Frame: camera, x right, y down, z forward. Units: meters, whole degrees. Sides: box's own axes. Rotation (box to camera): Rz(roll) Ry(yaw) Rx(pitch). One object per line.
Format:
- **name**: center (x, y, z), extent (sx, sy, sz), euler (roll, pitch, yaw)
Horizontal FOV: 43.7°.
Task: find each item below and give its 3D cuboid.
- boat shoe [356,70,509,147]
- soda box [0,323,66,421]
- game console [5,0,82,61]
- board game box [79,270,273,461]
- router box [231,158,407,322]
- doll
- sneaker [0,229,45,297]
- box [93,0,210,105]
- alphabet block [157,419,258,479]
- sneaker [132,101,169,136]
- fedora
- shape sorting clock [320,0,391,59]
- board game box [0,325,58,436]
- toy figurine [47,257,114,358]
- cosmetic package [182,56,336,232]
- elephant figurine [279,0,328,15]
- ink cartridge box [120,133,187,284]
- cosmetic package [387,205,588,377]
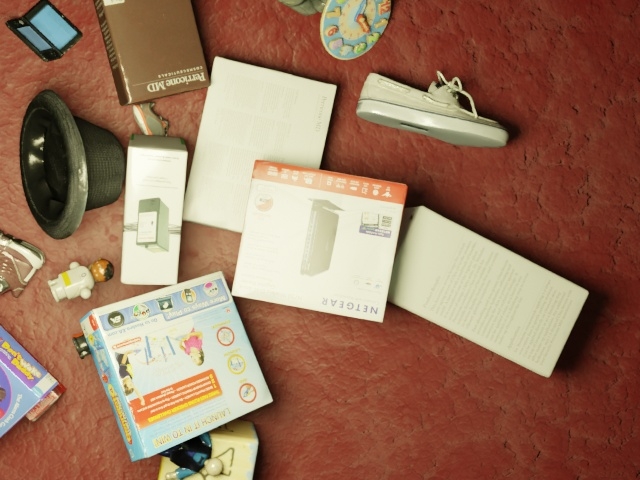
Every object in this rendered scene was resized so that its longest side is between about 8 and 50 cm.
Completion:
- **boat shoe**: center (0.277, -0.328, 1.893), extent (0.367, 0.136, 0.156), euler (13, 85, 1)
- **soda box**: center (-0.688, 0.272, 1.757), extent (0.083, 0.092, 0.263), euler (-43, 96, -4)
- **game console**: center (-0.614, -0.469, 1.778), extent (0.122, 0.107, 0.071), euler (44, 113, -6)
- **board game box**: center (-0.290, 0.249, 1.635), extent (0.308, 0.086, 0.302), euler (-16, 81, -38)
- **router box**: center (0.000, 0.000, 1.741), extent (0.336, 0.082, 0.301), euler (9, 90, 4)
- **doll**: center (-0.286, 0.434, 1.650), extent (0.189, 0.046, 0.129), euler (32, 76, -13)
- **sneaker**: center (-0.763, 0.038, 1.741), extent (0.281, 0.106, 0.162), euler (28, 89, -8)
- **box**: center (-0.385, -0.499, 1.737), extent (0.191, 0.143, 0.381), euler (-17, 104, -19)
- **alphabet block**: center (-0.255, 0.499, 1.775), extent (0.197, 0.193, 0.192), euler (11, 87, -9)
- **sneaker**: center (-0.369, -0.246, 1.822), extent (0.065, 0.061, 0.158), euler (-27, 96, -15)
- **fedora**: center (-0.521, -0.162, 1.713), extent (0.153, 0.334, 0.334), euler (-4, 91, -39)
- **shape sorting clock**: center (0.084, -0.513, 1.838), extent (0.040, 0.206, 0.206), euler (37, 83, 35)
- **board game box**: center (-0.758, 0.335, 1.687), extent (0.347, 0.078, 0.233), euler (-40, 97, 18)
- **toy figurine**: center (-0.484, 0.141, 1.731), extent (0.148, 0.213, 0.209), euler (-23, 91, -17)
- **cosmetic package**: center (-0.142, -0.200, 1.837), extent (0.284, 0.097, 0.377), euler (13, 89, -7)
- **elephant figurine**: center (-0.028, -0.655, 1.841), extent (0.169, 0.186, 0.239), euler (-7, 78, 34)
- **ink cartridge box**: center (-0.360, -0.070, 1.717), extent (0.122, 0.211, 0.289), euler (4, 105, -13)
- **cosmetic package**: center (0.364, 0.118, 1.883), extent (0.453, 0.161, 0.230), euler (27, 88, -8)
